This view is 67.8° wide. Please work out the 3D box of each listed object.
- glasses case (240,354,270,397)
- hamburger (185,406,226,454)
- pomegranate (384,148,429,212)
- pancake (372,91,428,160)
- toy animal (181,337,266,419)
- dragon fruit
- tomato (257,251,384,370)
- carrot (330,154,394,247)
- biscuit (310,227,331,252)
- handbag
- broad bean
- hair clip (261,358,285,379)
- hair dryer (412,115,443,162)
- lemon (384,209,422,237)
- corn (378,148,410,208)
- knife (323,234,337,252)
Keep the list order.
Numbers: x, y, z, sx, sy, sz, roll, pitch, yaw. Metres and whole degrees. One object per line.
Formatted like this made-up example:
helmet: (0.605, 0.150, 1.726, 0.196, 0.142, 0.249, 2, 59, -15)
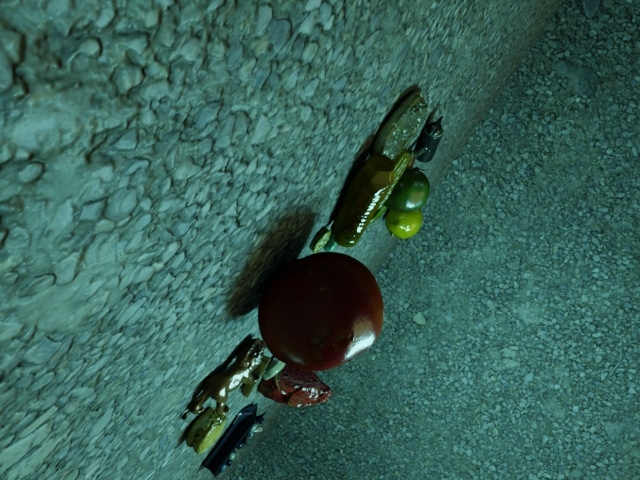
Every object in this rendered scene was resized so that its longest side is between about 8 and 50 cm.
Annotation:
glasses case: (-0.251, 0.518, 1.827, 0.169, 0.041, 0.064, -60, 177, 22)
hamburger: (-0.375, 0.623, 1.570, 0.138, 0.083, 0.147, -29, 150, -53)
pomegranate: (0.297, -0.209, 1.678, 0.187, 0.187, 0.224, -29, 124, -61)
pancake: (0.233, -0.316, 1.411, 0.282, 0.049, 0.282, -49, 165, -18)
toy animal: (-0.267, 0.404, 1.416, 0.312, 0.097, 0.157, -36, 145, -47)
dragon fruit: (-0.104, 0.645, 2.183, 0.302, 0.331, 0.240, 66, 39, -72)
tomato: (0.005, 0.181, 1.270, 0.293, 0.326, 0.289, -20, 99, -62)
carrot: (0.120, -0.114, 1.390, 0.114, 0.114, 0.301, -41, 163, -45)
biscuit: (0.000, 0.000, 1.445, 0.084, 0.023, 0.084, -49, 166, -16)
handbag: (-0.385, 0.933, 2.241, 0.325, 0.118, 0.269, -52, 167, -2)
broad bean: (0.264, -0.180, 1.808, 0.325, 0.075, 0.067, -49, 137, -7)
hair clip: (-0.172, 0.502, 2.019, 0.218, 0.071, 0.159, -53, 170, 13)
hair dryer: (0.360, -0.337, 1.778, 0.248, 0.078, 0.195, -42, 161, -25)
lemon: (0.393, -0.101, 2.237, 0.206, 0.174, 0.173, -55, 170, -37)
corn: (0.222, -0.205, 1.585, 0.231, 0.080, 0.080, -56, 167, 12)
knife: (0.091, -0.072, 1.575, 0.260, 0.035, 0.063, -58, 171, 0)
